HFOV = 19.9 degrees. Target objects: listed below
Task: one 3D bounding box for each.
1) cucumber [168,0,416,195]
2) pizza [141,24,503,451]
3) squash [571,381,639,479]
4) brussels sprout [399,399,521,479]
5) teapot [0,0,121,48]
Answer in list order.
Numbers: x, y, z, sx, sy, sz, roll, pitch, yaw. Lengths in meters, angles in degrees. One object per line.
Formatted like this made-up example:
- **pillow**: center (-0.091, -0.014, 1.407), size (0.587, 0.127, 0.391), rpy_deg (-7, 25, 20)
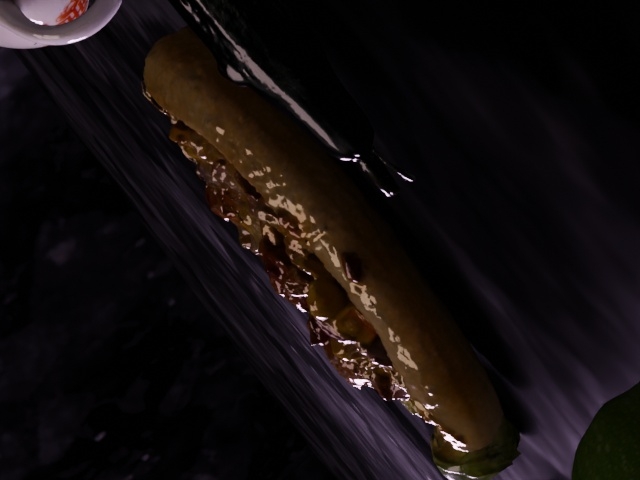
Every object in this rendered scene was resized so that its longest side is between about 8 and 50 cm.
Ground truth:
- **cucumber**: center (-0.027, -0.079, 0.672), size (0.163, 0.039, 0.043), rpy_deg (52, -165, 7)
- **pizza**: center (-0.002, 0.002, 0.863), size (0.246, 0.058, 0.127), rpy_deg (54, 174, -4)
- **squash**: center (0.132, 0.108, 0.405), size (0.082, 0.082, 0.292), rpy_deg (54, 173, -26)
- **brussels sprout**: center (0.070, 0.088, 0.950), size (0.083, 0.046, 0.051), rpy_deg (60, 180, 15)
- **teapot**: center (-0.201, -0.179, 1.103), size (0.245, 0.116, 0.159), rpy_deg (40, 158, 33)
